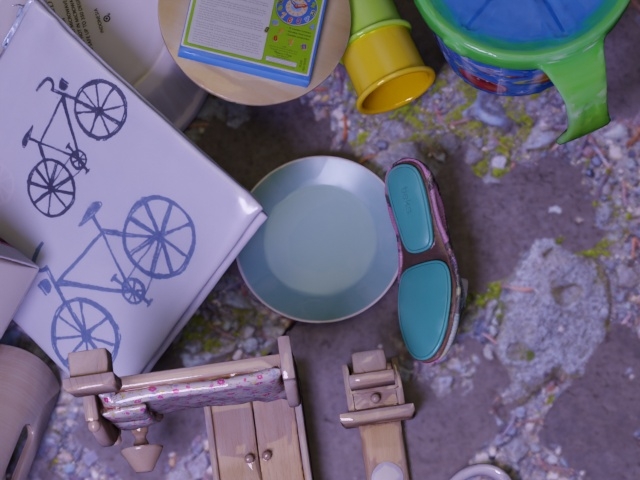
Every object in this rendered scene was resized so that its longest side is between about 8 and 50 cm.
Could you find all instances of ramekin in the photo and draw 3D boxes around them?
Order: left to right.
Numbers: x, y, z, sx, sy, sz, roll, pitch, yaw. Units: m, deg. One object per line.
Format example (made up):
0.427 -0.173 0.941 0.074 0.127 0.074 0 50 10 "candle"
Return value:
-0.255 -0.223 1.697 0.273 0.127 0.272 -1 77 3 "ramekin"

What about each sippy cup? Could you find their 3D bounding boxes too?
0.207 -0.261 1.623 0.240 0.224 0.305 11 78 6 "sippy cup"

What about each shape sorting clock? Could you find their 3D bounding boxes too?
-0.070 -0.241 1.637 0.206 0.040 0.206 2 80 -9 "shape sorting clock"

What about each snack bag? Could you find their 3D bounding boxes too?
-0.259 -0.031 1.613 0.342 0.037 0.323 42 118 10 "snack bag"

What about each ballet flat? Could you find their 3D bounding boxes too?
0.118 0.021 1.635 0.077 0.079 0.221 -15 79 31 "ballet flat"

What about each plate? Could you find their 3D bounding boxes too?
0.000 0.000 1.679 0.188 0.024 0.188 -1 76 5 "plate"

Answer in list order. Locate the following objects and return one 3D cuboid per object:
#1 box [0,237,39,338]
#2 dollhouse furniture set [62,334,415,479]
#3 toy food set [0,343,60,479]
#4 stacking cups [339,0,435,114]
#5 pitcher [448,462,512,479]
-0.433 0.023 1.586 0.232 0.127 0.148 34 97 27 "box"
-0.055 0.195 1.467 0.303 0.355 0.173 -9 77 1 "dollhouse furniture set"
-0.450 0.205 1.608 0.306 0.092 0.219 8 49 9 "toy food set"
0.022 -0.295 1.723 0.096 0.096 0.316 -24 71 -2 "stacking cups"
0.116 0.320 1.557 0.207 0.125 0.177 -9 55 -9 "pitcher"
